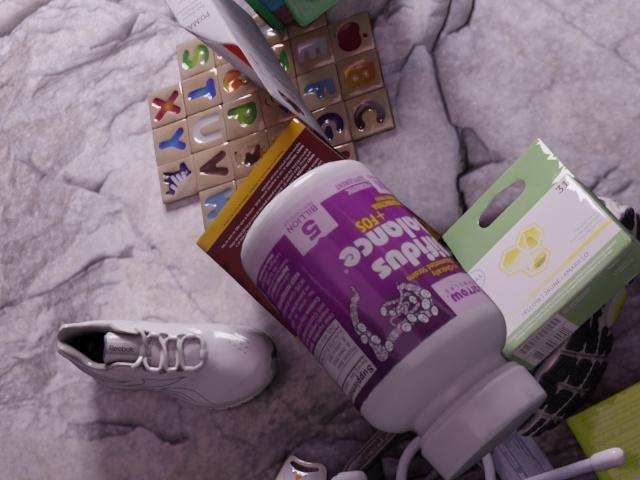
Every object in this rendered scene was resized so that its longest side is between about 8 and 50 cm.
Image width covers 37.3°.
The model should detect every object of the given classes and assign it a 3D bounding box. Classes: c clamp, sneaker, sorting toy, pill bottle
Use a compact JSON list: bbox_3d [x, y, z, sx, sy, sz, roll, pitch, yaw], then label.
[{"bbox_3d":[0.101,0.269,1.082,0.161,0.022,0.137,-42,62,10],"label":"c clamp"},{"bbox_3d":[-0.197,0.149,1.182,0.297,0.129,0.111,-2,75,21],"label":"sneaker"},{"bbox_3d":[0.260,0.081,1.035,0.110,0.107,0.275,16,78,43],"label":"sneaker"},{"bbox_3d":[-0.028,0.297,1.129,0.083,0.045,0.075,9,62,25],"label":"sorting toy"},{"bbox_3d":[0.072,0.077,0.924,0.169,0.169,0.301,-44,70,8],"label":"pill bottle"}]

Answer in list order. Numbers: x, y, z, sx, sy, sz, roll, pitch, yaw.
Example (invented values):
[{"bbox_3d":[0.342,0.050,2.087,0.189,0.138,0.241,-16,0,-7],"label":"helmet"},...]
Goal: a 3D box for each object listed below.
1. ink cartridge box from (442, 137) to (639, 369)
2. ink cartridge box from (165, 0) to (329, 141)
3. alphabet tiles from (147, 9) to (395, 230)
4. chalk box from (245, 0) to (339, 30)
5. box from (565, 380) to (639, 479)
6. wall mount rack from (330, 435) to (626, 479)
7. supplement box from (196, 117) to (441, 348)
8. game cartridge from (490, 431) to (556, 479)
[{"bbox_3d":[0.219,-0.001,1.016,0.171,0.056,0.235,-47,41,17],"label":"ink cartridge box"},{"bbox_3d":[-0.097,-0.223,1.181,0.066,0.189,0.232,-32,68,14],"label":"ink cartridge box"},{"bbox_3d":[-0.076,-0.175,1.273,0.342,0.011,0.285,-17,71,19],"label":"alphabet tiles"},{"bbox_3d":[-0.055,-0.410,1.217,0.180,0.179,0.289,-33,64,12],"label":"chalk box"},{"bbox_3d":[0.346,0.240,0.975,0.109,0.042,0.178,-32,68,14],"label":"box"},{"bbox_3d":[0.159,0.335,0.927,0.304,0.130,0.350,-9,61,20],"label":"wall mount rack"},{"bbox_3d":[0.000,0.000,1.126,0.194,0.129,0.191,41,96,22],"label":"supplement box"},{"bbox_3d":[0.220,0.243,1.044,0.056,0.017,0.083,-37,66,7],"label":"game cartridge"}]
